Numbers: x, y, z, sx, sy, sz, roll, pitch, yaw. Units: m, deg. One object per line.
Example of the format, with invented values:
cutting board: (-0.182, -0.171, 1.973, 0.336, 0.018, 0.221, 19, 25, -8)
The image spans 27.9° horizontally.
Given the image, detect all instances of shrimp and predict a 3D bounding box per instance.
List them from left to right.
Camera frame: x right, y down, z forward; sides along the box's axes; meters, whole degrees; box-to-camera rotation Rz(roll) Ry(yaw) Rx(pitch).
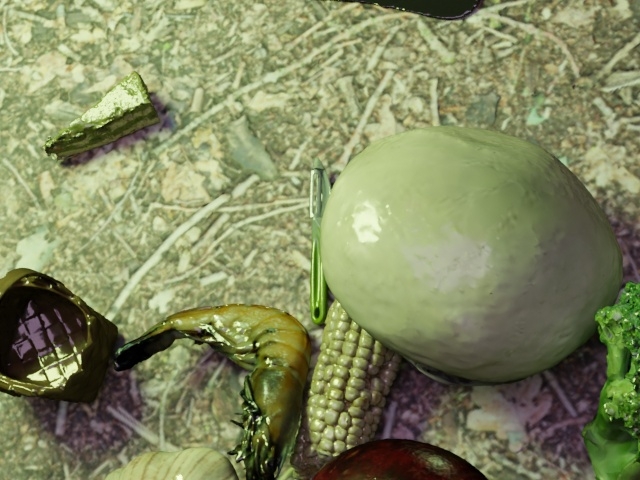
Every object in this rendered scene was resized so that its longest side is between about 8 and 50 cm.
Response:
shrimp: (-0.111, 0.153, 1.254, 0.198, 0.051, 0.262, 0, 41, 4)

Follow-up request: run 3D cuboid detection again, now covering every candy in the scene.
candy: (0.148, -0.002, 1.214, 0.295, 0.185, 0.295, 9, 54, -13)

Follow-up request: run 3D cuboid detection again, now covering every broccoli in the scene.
broccoli: (0.336, 0.141, 1.120, 0.269, 0.241, 0.261, -14, 75, -41)

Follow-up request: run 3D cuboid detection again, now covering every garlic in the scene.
garlic: (-0.148, 0.298, 1.166, 0.199, 0.226, 0.199, 0, 91, 10)

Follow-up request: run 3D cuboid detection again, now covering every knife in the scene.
knife: (0.000, 0.000, 1.359, 0.022, 0.026, 0.184, -20, 63, 48)

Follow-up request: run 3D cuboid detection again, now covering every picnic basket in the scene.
picnic basket: (-0.294, 0.096, 1.303, 0.138, 0.178, 0.128, 15, 75, 17)

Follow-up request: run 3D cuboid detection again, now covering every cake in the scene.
cake: (-0.243, -0.126, 1.443, 0.140, 0.051, 0.055, -38, 69, -1)

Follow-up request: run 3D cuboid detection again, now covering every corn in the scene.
corn: (0.026, 0.147, 1.264, 0.087, 0.087, 0.211, 14, 73, 17)

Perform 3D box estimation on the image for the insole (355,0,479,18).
insole: (0.033, -0.316, 1.475, 0.322, 0.007, 0.109, 16, 76, 17)

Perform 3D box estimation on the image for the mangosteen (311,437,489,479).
mangosteen: (0.101, 0.285, 1.152, 0.261, 0.235, 0.235, -12, 59, -40)
